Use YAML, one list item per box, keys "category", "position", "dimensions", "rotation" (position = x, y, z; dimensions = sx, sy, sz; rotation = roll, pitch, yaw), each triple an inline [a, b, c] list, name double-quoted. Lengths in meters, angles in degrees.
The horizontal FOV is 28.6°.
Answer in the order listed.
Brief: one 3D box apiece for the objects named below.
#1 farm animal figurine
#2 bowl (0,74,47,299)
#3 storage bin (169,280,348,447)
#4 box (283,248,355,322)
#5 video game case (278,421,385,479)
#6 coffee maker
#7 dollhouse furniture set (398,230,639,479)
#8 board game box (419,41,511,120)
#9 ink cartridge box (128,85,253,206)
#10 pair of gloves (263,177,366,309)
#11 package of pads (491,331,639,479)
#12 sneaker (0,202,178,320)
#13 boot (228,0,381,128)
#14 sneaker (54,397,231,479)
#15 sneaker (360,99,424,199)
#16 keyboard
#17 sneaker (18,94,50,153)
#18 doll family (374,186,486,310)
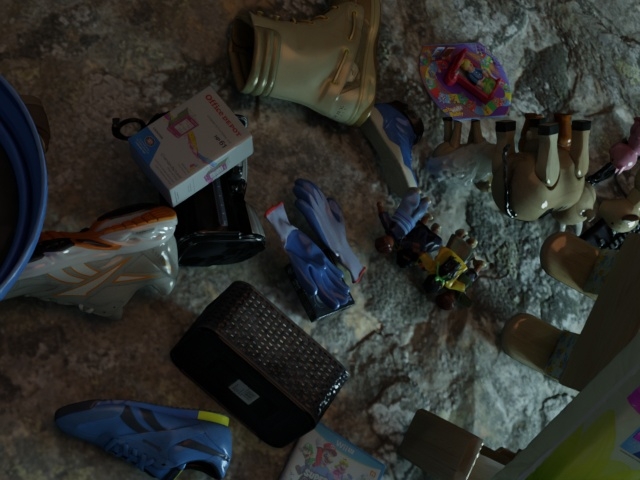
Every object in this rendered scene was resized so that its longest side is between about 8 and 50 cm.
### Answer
- category: "farm animal figurine"
  position: [0.361, -0.085, 1.767]
  dimensions: [0.327, 0.330, 0.172]
  rotation: [-5, 101, -34]
- category: "bowl"
  position: [-0.486, -0.047, 1.319]
  dimensions: [0.391, 0.077, 0.391]
  rotation: [5, 64, -10]
- category: "storage bin"
  position: [-0.074, 0.149, 1.489]
  dimensions: [0.180, 0.122, 0.084]
  rotation: [42, 52, -5]
- category: "box"
  position: [-0.001, 0.059, 1.641]
  dimensions: [0.067, 0.018, 0.083]
  rotation: [-18, 77, -36]
- category: "video game case"
  position: [0.002, 0.313, 1.520]
  dimensions: [0.119, 0.015, 0.166]
  rotation: [34, 54, -11]
- category: "coffee maker"
  position: [-0.163, -0.061, 1.562]
  dimensions: [0.171, 0.120, 0.178]
  rotation: [-7, 67, -6]
- category: "dollhouse furniture set"
  position: [0.314, 0.158, 1.579]
  dimensions: [0.256, 0.362, 0.394]
  rotation: [27, 86, -18]
- category: "board game box"
  position: [0.232, -0.252, 1.922]
  dimensions: [0.169, 0.033, 0.133]
  rotation: [-8, 71, -32]
- category: "ink cartridge box"
  position: [-0.153, -0.113, 1.491]
  dimensions: [0.122, 0.052, 0.088]
  rotation: [-35, 72, -16]
- category: "pair of gloves"
  position: [0.000, 0.000, 1.622]
  dimensions: [0.159, 0.023, 0.198]
  rotation: [56, 27, -7]
- category: "package of pads"
  position: [0.365, 0.253, 1.388]
  dimensions: [0.229, 0.296, 0.101]
  rotation: [31, 25, -21]
- category: "sneaker"
  position: [-0.280, 0.048, 1.441]
  dimensions: [0.262, 0.099, 0.121]
  rotation: [-16, 111, -19]
- category: "boot"
  position: [-0.024, -0.297, 1.761]
  dimensions: [0.203, 0.095, 0.262]
  rotation: [12, 65, -23]
- category: "sneaker"
  position: [-0.196, 0.228, 1.414]
  dimensions: [0.209, 0.069, 0.082]
  rotation: [12, 65, -25]
- category: "sneaker"
  position: [0.122, -0.132, 1.783]
  dimensions: [0.085, 0.058, 0.152]
  rotation: [-19, 70, -27]
- category: "keyboard"
  position: [0.503, -0.053, 1.984]
  dimensions: [0.317, 0.033, 0.201]
  rotation: [-34, 86, -38]
- category: "sneaker"
  position: [-0.404, -0.126, 1.470]
  dimensions: [0.188, 0.066, 0.071]
  rotation: [-13, 75, -34]
- category: "doll family"
  position: [0.145, 0.017, 1.716]
  dimensions: [0.193, 0.076, 0.111]
  rotation: [40, 63, 0]
